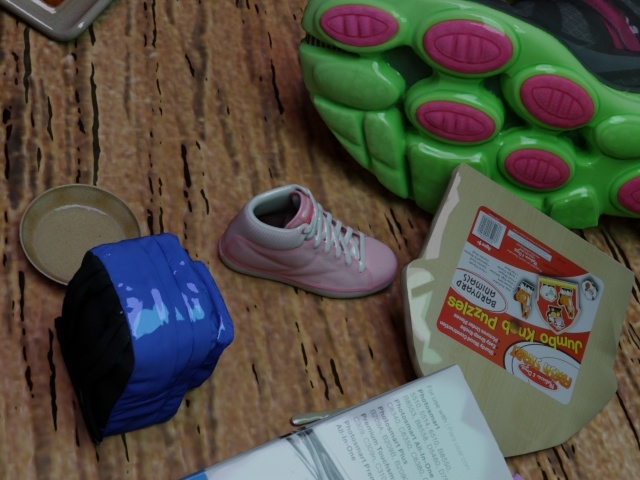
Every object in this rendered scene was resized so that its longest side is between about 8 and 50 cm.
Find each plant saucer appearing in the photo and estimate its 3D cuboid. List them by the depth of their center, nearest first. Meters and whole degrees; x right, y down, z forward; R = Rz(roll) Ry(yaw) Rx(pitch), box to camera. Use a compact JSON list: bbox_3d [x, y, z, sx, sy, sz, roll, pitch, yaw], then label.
[{"bbox_3d":[-0.164,-0.001,0.782,0.083,0.015,0.083,9,56,-14],"label":"plant saucer"}]

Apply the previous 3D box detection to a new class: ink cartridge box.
[{"bbox_3d":[-0.012,0.158,0.636,0.203,0.148,0.086,-19,73,-22],"label":"ink cartridge box"}]

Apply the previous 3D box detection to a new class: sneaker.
[{"bbox_3d":[0.000,0.000,0.807,0.134,0.070,0.051,10,53,-15],"label":"sneaker"},{"bbox_3d":[0.206,-0.123,0.926,0.482,0.185,0.202,9,37,-18],"label":"sneaker"}]

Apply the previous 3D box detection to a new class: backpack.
[{"bbox_3d":[-0.107,0.049,0.704,0.101,0.120,0.098,-19,65,-29],"label":"backpack"}]

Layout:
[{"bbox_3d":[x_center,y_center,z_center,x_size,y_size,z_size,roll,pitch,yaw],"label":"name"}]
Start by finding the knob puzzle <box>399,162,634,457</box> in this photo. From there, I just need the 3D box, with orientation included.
[{"bbox_3d":[0.133,0.068,0.824,0.213,0.030,0.213,7,73,-25],"label":"knob puzzle"}]

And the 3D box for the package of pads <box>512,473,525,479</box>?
[{"bbox_3d":[0.104,0.192,0.731,0.032,0.050,0.083,43,54,17],"label":"package of pads"}]

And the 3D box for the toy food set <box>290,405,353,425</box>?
[{"bbox_3d":[0.023,0.163,0.740,0.078,0.019,0.122,-5,60,-23],"label":"toy food set"}]

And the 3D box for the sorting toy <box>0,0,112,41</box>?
[{"bbox_3d":[-0.231,-0.265,0.911,0.196,0.047,0.348,30,53,1],"label":"sorting toy"}]
